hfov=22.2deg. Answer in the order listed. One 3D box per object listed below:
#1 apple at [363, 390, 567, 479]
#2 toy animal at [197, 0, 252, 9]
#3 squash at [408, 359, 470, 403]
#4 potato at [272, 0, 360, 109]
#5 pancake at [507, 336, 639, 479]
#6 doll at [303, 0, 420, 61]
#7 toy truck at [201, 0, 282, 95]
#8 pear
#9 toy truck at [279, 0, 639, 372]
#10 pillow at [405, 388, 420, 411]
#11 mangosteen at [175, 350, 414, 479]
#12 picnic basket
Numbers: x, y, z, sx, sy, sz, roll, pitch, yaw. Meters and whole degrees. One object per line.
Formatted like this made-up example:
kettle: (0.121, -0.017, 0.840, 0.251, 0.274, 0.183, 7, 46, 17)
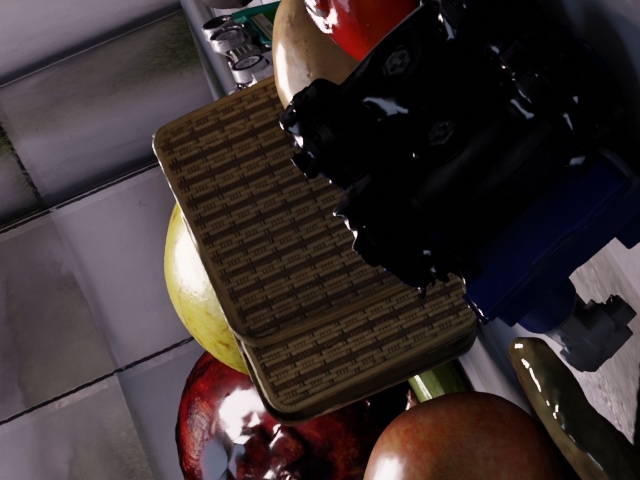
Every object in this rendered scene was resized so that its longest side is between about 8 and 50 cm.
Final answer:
apple: (0.130, 0.231, 1.486, 0.174, 0.188, 0.188, -113, 1, -62)
toy animal: (-0.102, -0.337, 1.787, 0.343, 0.106, 0.168, -154, 41, -77)
squash: (0.108, 0.114, 1.883, 0.066, 0.066, 0.229, 74, 170, -58)
potato: (0.008, -0.161, 1.457, 0.112, 0.112, 0.147, -143, 37, -80)
pancake: (0.186, 0.150, 0.944, 0.236, 0.042, 0.222, 53, -176, 39)
doll: (0.034, -0.177, 1.213, 0.183, 0.085, 0.217, 66, -176, 19)
toy truck: (-0.050, -0.191, 1.796, 0.253, 0.124, 0.114, -128, 14, -64)
pear: (-0.038, 0.017, 1.808, 0.283, 0.283, 0.283, 156, 90, -85)
toy truck: (0.100, -0.042, 0.916, 0.177, 0.161, 0.213, 39, -167, -40)
pillow: (0.192, 0.361, 1.854, 0.305, 0.108, 0.308, 67, 175, -31)
mangosteen: (-0.015, 0.304, 2.402, 0.381, 0.381, 0.421, 64, -172, 28)
picnic basket: (0.000, 0.000, 1.574, 0.175, 0.228, 0.313, 90, 156, -84)
